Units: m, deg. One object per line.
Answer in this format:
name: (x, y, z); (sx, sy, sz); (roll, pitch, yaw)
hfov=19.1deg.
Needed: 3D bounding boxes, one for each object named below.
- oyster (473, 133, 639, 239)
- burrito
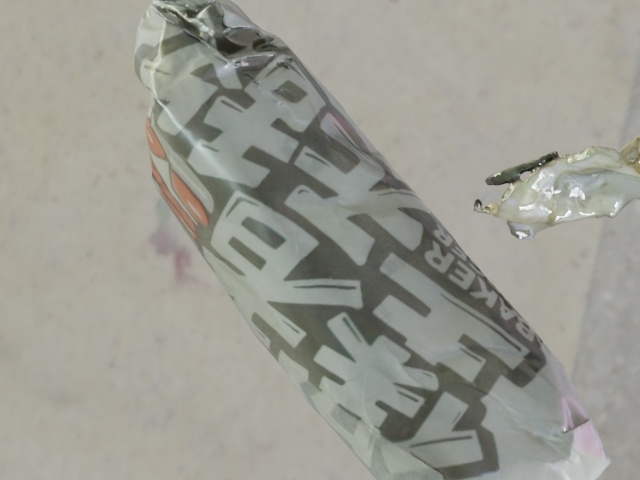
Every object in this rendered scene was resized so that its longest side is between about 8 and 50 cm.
oyster: (0.289, -0.071, 1.396); (0.354, 0.201, 0.107); (-30, 82, 5)
burrito: (0.000, 0.000, 1.186); (0.139, 0.101, 0.445); (-37, 81, -13)
